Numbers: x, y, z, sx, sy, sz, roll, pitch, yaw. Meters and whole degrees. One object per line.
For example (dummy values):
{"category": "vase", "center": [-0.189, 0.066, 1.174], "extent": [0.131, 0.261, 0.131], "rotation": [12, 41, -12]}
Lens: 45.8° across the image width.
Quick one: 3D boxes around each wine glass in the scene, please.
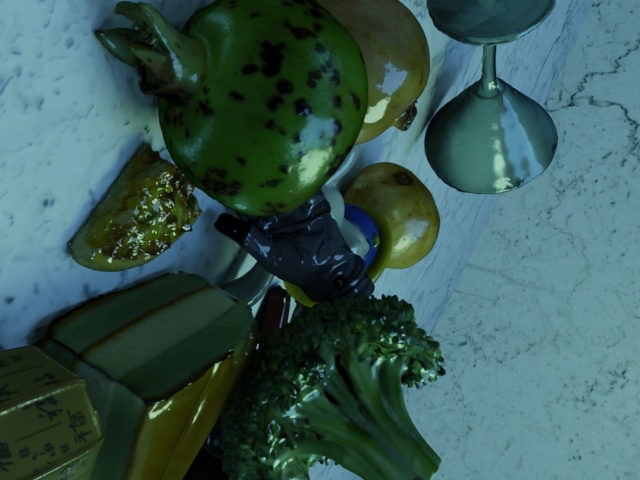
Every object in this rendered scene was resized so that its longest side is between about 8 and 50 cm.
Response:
{"category": "wine glass", "center": [0.308, -0.300, 1.379], "extent": [0.267, 0.267, 0.406], "rotation": [-55, 154, -20]}

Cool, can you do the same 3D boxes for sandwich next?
{"category": "sandwich", "center": [-0.193, 0.170, 0.833], "extent": [0.227, 0.155, 0.198], "rotation": [-29, 144, -59]}

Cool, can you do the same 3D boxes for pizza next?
{"category": "pizza", "center": [-0.177, -0.027, 0.770], "extent": [0.175, 0.046, 0.134], "rotation": [-39, 150, -48]}

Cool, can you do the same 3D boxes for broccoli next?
{"category": "broccoli", "center": [0.021, 0.193, 0.934], "extent": [0.288, 0.259, 0.235], "rotation": [-53, -168, 27]}

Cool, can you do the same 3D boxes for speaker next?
{"category": "speaker", "center": [-0.123, 0.229, 1.186], "extent": [0.329, 0.198, 0.259], "rotation": [-41, 115, -78]}

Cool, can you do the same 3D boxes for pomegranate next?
{"category": "pomegranate", "center": [-0.075, -0.133, 0.688], "extent": [0.263, 0.211, 0.211], "rotation": [11, 108, -41]}
{"category": "pomegranate", "center": [0.113, -0.032, 1.319], "extent": [0.196, 0.196, 0.196], "rotation": [-51, 158, -30]}
{"category": "pomegranate", "center": [0.037, -0.204, 0.878], "extent": [0.191, 0.191, 0.191], "rotation": [-51, 158, -30]}

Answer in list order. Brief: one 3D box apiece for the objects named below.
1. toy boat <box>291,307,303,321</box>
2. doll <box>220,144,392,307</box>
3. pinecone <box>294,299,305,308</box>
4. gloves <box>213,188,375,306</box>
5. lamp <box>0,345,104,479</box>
{"category": "toy boat", "center": [-0.005, 0.202, 1.474], "extent": [0.127, 0.078, 0.283], "rotation": [-52, 158, -27]}
{"category": "doll", "center": [-0.008, 0.027, 1.118], "extent": [0.311, 0.159, 0.243], "rotation": [-45, 159, -19]}
{"category": "pinecone", "center": [0.002, 0.080, 1.319], "extent": [0.109, 0.102, 0.102], "rotation": [-20, 143, -22]}
{"category": "gloves", "center": [-0.035, -0.004, 0.970], "extent": [0.142, 0.119, 0.286], "rotation": [-44, 127, -15]}
{"category": "lamp", "center": [-0.280, 0.174, 0.613], "extent": [0.185, 0.161, 0.161], "rotation": [-20, 134, -66]}
